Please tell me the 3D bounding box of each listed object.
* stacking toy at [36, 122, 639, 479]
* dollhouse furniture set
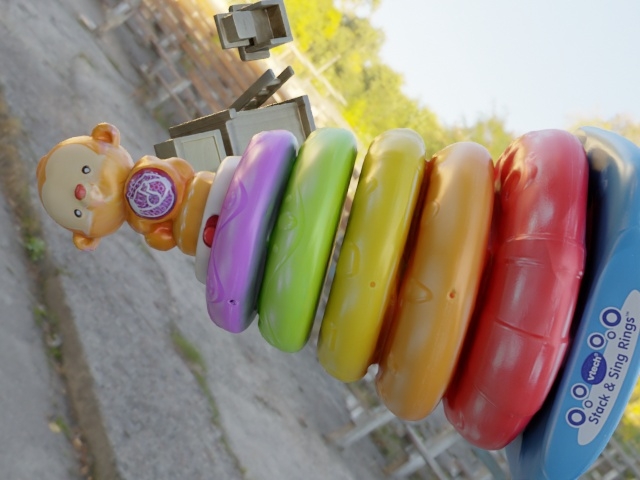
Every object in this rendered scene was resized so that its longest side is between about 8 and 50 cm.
[{"bbox_3d":[0.000,0.000,0.461,0.302,0.175,0.166,15,15,2],"label":"stacking toy"},{"bbox_3d":[-0.112,-0.140,0.871,0.182,0.101,0.161,-20,98,-47],"label":"dollhouse furniture set"}]
